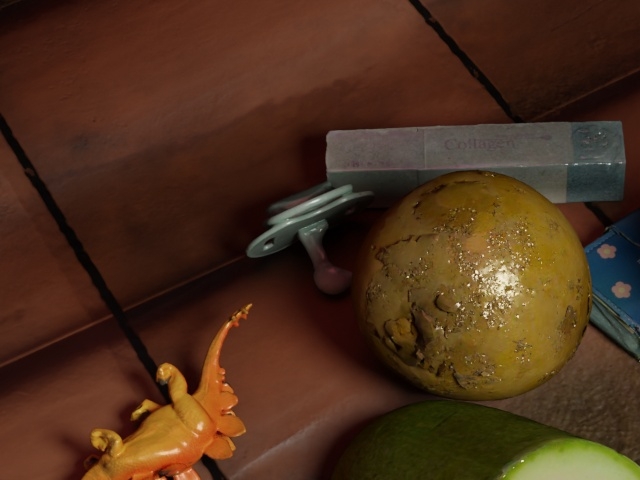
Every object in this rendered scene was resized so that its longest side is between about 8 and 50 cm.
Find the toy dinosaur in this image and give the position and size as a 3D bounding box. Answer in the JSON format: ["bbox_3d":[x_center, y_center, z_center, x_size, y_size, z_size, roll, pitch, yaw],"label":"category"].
[{"bbox_3d":[-0.136,0.186,1.852,0.117,0.070,0.288,39,67,19],"label":"toy dinosaur"}]

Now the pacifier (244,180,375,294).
[{"bbox_3d":[0.000,0.000,1.973,0.150,0.127,0.116,-20,76,-19],"label":"pacifier"}]

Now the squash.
[{"bbox_3d":[0.135,0.262,1.737,0.233,0.210,0.309,-43,17,-18],"label":"squash"}]

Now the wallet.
[{"bbox_3d":[0.354,0.023,1.941,0.202,0.059,0.141,-34,54,-20],"label":"wallet"}]

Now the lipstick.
[{"bbox_3d":[0.166,-0.081,2.038,0.317,0.068,0.066,-2,52,4],"label":"lipstick"}]

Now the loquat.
[{"bbox_3d":[0.148,0.045,1.833,0.235,0.235,0.235,-3,51,3],"label":"loquat"}]
